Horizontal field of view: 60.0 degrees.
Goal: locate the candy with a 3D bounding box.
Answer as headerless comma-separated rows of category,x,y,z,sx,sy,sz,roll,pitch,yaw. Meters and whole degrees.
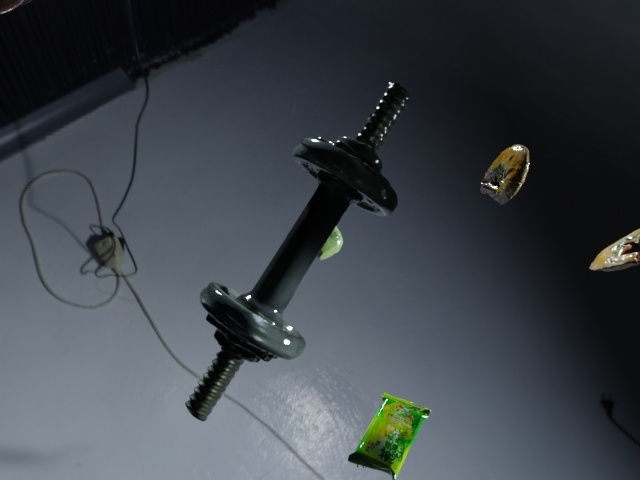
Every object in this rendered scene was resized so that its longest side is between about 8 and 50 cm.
candy,0.135,0.374,1.071,0.102,0.032,0.178,22,40,20

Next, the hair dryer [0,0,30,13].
hair dryer,-0.263,-0.176,0.289,0.220,0.053,0.195,7,21,-25

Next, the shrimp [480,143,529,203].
shrimp,0.374,-0.126,1.149,0.051,0.217,0.115,19,80,-2

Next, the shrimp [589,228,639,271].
shrimp,0.437,0.016,0.742,0.132,0.187,0.051,-36,84,1

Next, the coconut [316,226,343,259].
coconut,0.000,0.000,1.222,0.096,0.088,0.087,-22,62,-5

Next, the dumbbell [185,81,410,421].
dumbbell,-0.014,0.006,0.368,0.082,0.081,0.254,32,87,12
